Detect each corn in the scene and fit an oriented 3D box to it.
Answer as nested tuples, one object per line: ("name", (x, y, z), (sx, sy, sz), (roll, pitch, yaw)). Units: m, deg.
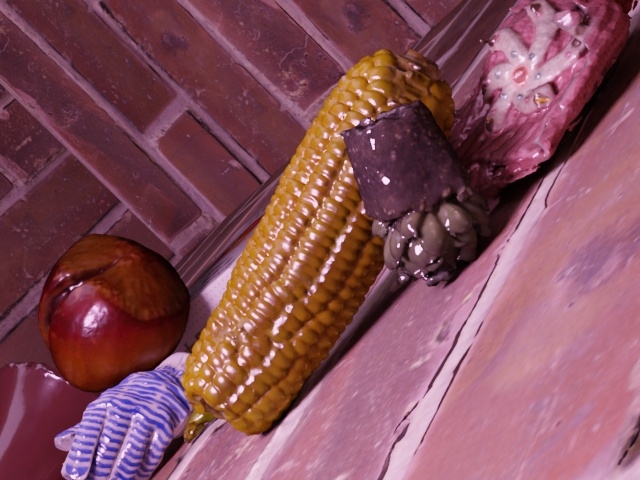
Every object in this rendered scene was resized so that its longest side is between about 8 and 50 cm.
("corn", (0.000, 0.000, 1.108), (0.363, 0.120, 0.120), (-59, 6, 1))

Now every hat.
("hat", (0.187, -0.152, 1.144), (0.286, 0.107, 0.237), (-53, 19, -21))

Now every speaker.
("speaker", (-0.414, 0.301, 1.519), (0.329, 0.259, 0.198), (-55, -18, -40))

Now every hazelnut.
("hazelnut", (-0.243, 0.085, 1.529), (0.178, 0.178, 0.204), (-45, 41, 5))

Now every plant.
("plant", (0.074, -0.035, 1.017), (0.092, 0.143, 0.094), (-28, 7, -24))

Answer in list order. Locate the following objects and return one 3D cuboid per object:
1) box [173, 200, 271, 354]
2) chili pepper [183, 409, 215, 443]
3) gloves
("box", (-0.084, 0.039, 1.705), (0.210, 0.095, 0.330), (-40, 7, 35))
("chili pepper", (-0.076, 0.124, 1.358), (0.208, 0.043, 0.049), (-48, 20, -19))
("gloves", (-0.200, 0.194, 1.407), (0.119, 0.097, 0.229), (4, 32, 29))
